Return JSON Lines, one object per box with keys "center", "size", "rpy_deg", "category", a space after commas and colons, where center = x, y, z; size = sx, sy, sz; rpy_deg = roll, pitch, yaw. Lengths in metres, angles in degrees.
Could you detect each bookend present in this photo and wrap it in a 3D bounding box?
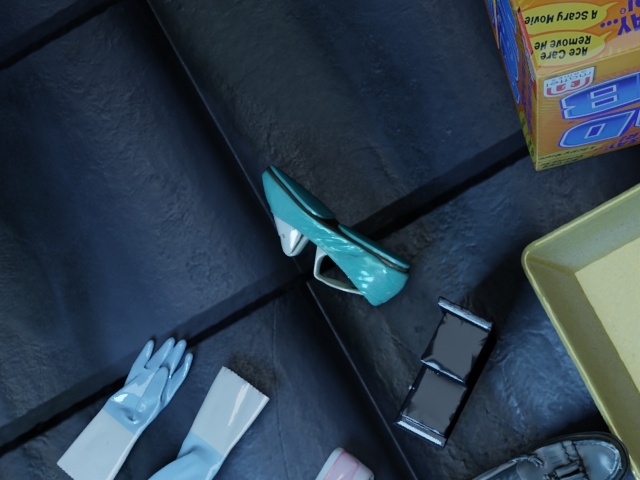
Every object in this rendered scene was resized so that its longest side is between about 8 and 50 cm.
{"center": [0.146, 0.163, 1.406], "size": [0.072, 0.156, 0.157], "rpy_deg": [26, 84, 14], "category": "bookend"}

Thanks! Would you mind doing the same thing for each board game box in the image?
{"center": [0.377, -0.338, 1.376], "size": [0.356, 0.356, 0.356], "rpy_deg": [-16, 75, 7], "category": "board game box"}

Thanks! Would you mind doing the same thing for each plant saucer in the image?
{"center": [0.460, 0.082, 1.386], "size": [0.333, 0.081, 0.333], "rpy_deg": [-30, 73, 15], "category": "plant saucer"}

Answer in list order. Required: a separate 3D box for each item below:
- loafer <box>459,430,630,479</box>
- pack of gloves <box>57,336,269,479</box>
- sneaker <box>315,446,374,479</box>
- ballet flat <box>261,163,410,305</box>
{"center": [0.231, 0.299, 1.367], "size": [0.267, 0.084, 0.096], "rpy_deg": [-25, 76, 19], "category": "loafer"}
{"center": [-0.199, 0.252, 1.516], "size": [0.195, 0.046, 0.232], "rpy_deg": [32, 81, 27], "category": "pack of gloves"}
{"center": [0.018, 0.329, 1.444], "size": [0.070, 0.051, 0.134], "rpy_deg": [28, 79, 20], "category": "sneaker"}
{"center": [0.000, 0.000, 1.511], "size": [0.247, 0.083, 0.087], "rpy_deg": [37, 100, 18], "category": "ballet flat"}
